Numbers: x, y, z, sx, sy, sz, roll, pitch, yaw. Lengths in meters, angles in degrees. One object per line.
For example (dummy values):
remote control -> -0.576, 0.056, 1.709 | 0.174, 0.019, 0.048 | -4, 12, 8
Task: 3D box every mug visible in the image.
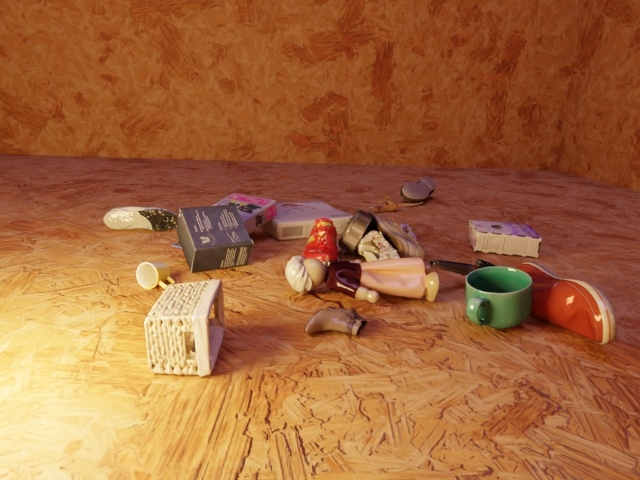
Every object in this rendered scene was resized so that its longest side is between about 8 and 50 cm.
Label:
mug -> -0.387, 0.085, 1.144 | 0.062, 0.078, 0.064 | -26, -4, 21
mug -> 0.358, 0.127, 1.006 | 0.157, 0.097, 0.129 | -11, 21, -6

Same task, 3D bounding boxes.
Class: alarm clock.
alarm clock -> 0.093, -0.014, 1.420 | 0.064, 0.129, 0.192 | 28, 53, 2

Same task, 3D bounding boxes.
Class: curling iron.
curling iron -> 0.369, 0.070, 1.236 | 0.274, 0.035, 0.068 | 4, 22, -40

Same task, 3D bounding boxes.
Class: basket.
basket -> -0.229, 0.146, 0.835 | 0.103, 0.113, 0.167 | -1, 16, -3

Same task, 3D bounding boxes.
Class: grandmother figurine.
grandmother figurine -> 0.088, 0.083, 1.133 | 0.342, 0.104, 0.208 | 4, 7, -6

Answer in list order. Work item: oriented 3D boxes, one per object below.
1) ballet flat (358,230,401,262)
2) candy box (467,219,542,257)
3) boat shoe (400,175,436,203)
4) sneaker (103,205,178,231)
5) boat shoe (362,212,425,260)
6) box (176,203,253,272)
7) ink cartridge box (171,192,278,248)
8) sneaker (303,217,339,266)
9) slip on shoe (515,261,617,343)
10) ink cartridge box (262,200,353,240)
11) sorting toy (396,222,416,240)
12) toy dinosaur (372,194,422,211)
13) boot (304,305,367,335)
ballet flat -> 0.149, 0.028, 1.328 | 0.077, 0.091, 0.241 | 2, 16, -17
candy box -> 0.590, -0.008, 1.566 | 0.196, 0.070, 0.165 | 6, 17, 9
boat shoe -> 0.452, -0.221, 2.280 | 0.112, 0.095, 0.335 | 46, 35, 12
sneaker -> -0.587, -0.077, 1.595 | 0.237, 0.085, 0.086 | 2, 21, -7
boat shoe -> 0.210, -0.002, 1.440 | 0.098, 0.109, 0.302 | 6, 17, -19
box -> -0.284, -0.008, 1.284 | 0.158, 0.093, 0.156 | -6, 48, -30
ink cartridge box -> -0.296, -0.058, 1.504 | 0.186, 0.065, 0.311 | 12, 34, 29
sneaker -> 0.000, 0.000, 1.359 | 0.107, 0.118, 0.279 | 2, 16, -1
slip on shoe -> 0.491, 0.131, 1.019 | 0.101, 0.123, 0.331 | -16, 16, -5
ink cartridge box -> -0.066, -0.076, 1.706 | 0.296, 0.066, 0.261 | -6, 19, -28
sorting toy -> 0.291, -0.021, 1.637 | 0.083, 0.045, 0.075 | -1, 36, -11
toy dinosaur -> 0.311, -0.147, 2.050 | 0.211, 0.064, 0.112 | -12, 38, -15
boot -> 0.034, 0.165, 0.945 | 0.087, 0.042, 0.118 | 20, 30, 27
